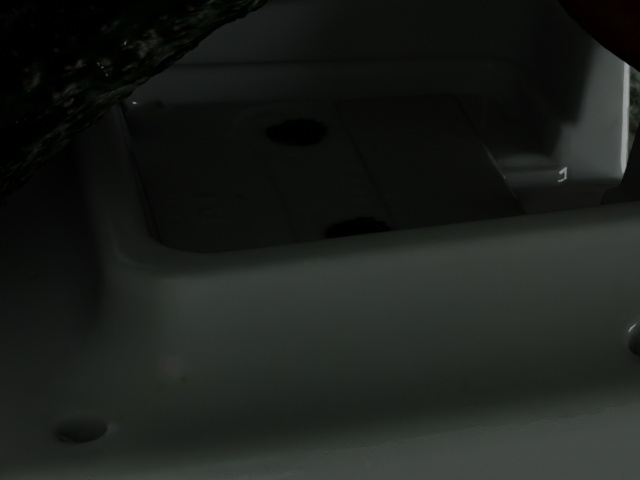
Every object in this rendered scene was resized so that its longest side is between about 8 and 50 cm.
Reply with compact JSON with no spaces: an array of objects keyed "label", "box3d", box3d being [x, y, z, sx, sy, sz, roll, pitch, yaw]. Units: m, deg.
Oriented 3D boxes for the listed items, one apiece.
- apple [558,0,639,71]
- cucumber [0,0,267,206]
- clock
[{"label":"apple","box3d":[0.161,-0.195,0.502,0.348,0.277,0.348,-17,90,-73]},{"label":"cucumber","box3d":[-0.056,-0.063,0.467,0.245,0.067,0.067,-35,-158,34]},{"label":"clock","box3d":[0.000,0.000,0.583,0.262,0.231,0.116,-113,-156,-59]}]
